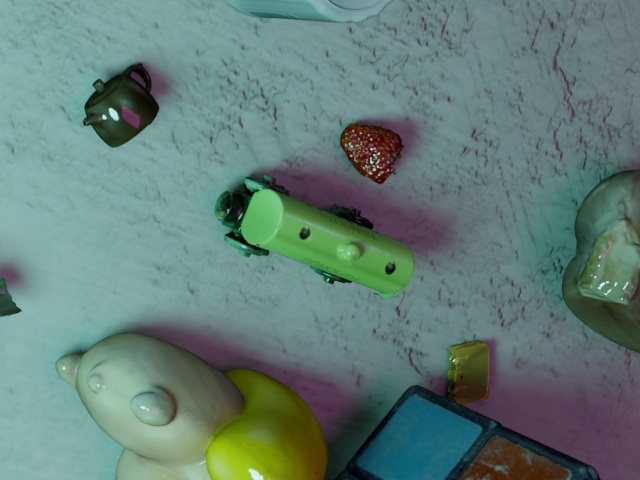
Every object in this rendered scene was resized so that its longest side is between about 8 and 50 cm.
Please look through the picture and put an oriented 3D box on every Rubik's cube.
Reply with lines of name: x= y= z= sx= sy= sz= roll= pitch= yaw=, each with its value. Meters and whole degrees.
Rubik's cube: x=0.183 y=0.427 z=2.032 sx=0.318 sy=0.316 sz=0.313 roll=-49 pitch=136 yaw=-21

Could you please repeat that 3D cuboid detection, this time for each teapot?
teapot: x=-0.227 y=-0.158 z=1.795 sx=0.068 sy=0.076 sz=0.121 roll=51 pitch=48 yaw=-23

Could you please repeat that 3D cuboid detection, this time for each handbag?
handbag: x=0.202 y=0.181 z=2.190 sx=0.061 sy=0.027 sz=0.083 roll=-10 pitch=107 yaw=-30

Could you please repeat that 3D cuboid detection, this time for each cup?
cup: x=-0.035 y=-0.321 z=1.786 sx=0.221 sy=0.202 sz=0.166 roll=-15 pitch=109 yaw=-29

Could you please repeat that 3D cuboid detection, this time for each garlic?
garlic: x=0.484 y=0.043 z=2.204 sx=0.340 sy=0.246 sz=0.231 roll=26 pitch=78 yaw=-20

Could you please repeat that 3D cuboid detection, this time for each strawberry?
strawberry: x=0.063 y=-0.114 z=2.000 sx=0.083 sy=0.073 sz=0.073 roll=28 pitch=88 yaw=1

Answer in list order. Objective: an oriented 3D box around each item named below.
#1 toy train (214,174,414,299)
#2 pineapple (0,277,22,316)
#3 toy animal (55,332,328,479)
toy train: x=0.000 y=0.000 z=1.929 sx=0.253 sy=0.157 sz=0.105 roll=21 pitch=92 yaw=-35
pineapple: x=-0.432 y=0.153 z=1.731 sx=0.130 sy=0.119 sz=0.277 roll=26 pitch=88 yaw=-16
toy animal: x=-0.152 y=0.277 z=1.864 sx=0.345 sy=0.277 sz=0.246 roll=23 pitch=105 yaw=-38
